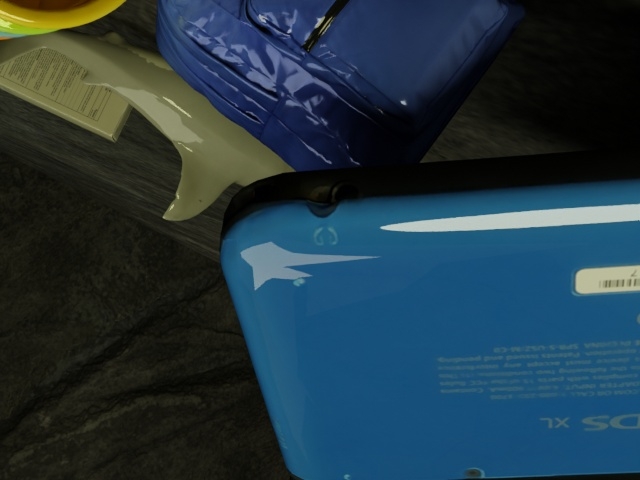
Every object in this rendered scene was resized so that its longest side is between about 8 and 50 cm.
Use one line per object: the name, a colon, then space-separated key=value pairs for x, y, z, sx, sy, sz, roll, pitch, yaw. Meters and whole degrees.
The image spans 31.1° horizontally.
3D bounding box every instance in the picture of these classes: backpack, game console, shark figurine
backpack: x=0.003 y=-0.085 z=0.419 sx=0.120 sy=0.098 sz=0.101 roll=37 pitch=163 yaw=3
game console: x=0.129 y=0.007 z=0.467 sx=0.293 sy=0.173 sz=0.250 roll=-4 pitch=138 yaw=7
shark figurine: x=-0.114 y=-0.078 z=0.832 sx=0.278 sy=0.116 sz=0.166 roll=26 pitch=173 yaw=-24

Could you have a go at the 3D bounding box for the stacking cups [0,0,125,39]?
stacking cups: x=-0.171 y=-0.149 z=0.588 sx=0.096 sy=0.096 sz=0.316 roll=28 pitch=175 yaw=-25

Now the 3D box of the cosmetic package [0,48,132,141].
cosmetic package: x=-0.214 y=-0.135 z=0.973 sx=0.115 sy=0.060 sz=0.041 roll=27 pitch=175 yaw=-3
